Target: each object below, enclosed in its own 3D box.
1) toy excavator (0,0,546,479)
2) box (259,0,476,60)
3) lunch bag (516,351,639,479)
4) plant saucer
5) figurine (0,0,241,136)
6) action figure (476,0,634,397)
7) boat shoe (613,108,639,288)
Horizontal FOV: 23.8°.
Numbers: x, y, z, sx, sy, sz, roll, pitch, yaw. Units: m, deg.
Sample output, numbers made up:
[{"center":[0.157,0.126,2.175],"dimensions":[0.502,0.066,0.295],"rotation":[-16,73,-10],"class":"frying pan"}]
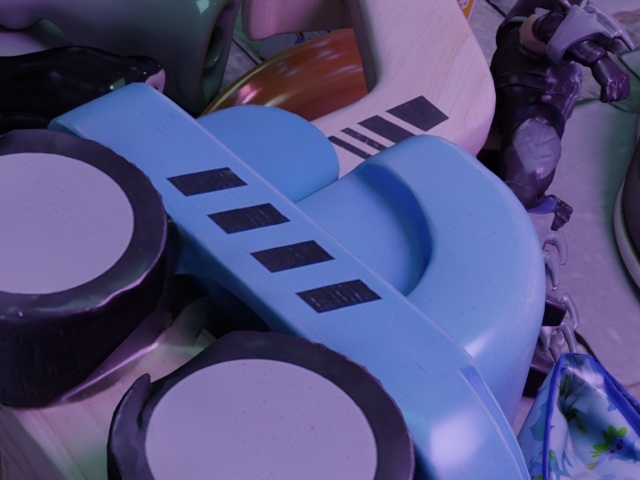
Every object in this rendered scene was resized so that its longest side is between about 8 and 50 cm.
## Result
[{"center":[0.000,0.000,0.753],"dimensions":[0.445,0.222,0.433],"rotation":[-27,53,-33],"class":"toy excavator"},{"center":[0.048,-0.203,1.084],"dimensions":[0.114,0.203,0.103],"rotation":[-24,53,-40],"class":"box"},{"center":[0.119,0.148,0.731],"dimensions":[0.096,0.129,0.151],"rotation":[10,36,-16],"class":"lunch bag"},{"center":[0.008,-0.069,0.974],"dimensions":[0.200,0.037,0.200],"rotation":[-16,35,12],"class":"plant saucer"},{"center":[-0.185,-0.134,1.015],"dimensions":[0.209,0.092,0.215],"rotation":[19,36,10],"class":"figurine"},{"center":[0.133,-0.048,0.955],"dimensions":[0.099,0.185,0.285],"rotation":[10,53,5],"class":"action figure"},{"center":[0.281,-0.062,1.080],"dimensions":[0.116,0.097,0.324],"rotation":[18,37,2],"class":"boat shoe"}]
